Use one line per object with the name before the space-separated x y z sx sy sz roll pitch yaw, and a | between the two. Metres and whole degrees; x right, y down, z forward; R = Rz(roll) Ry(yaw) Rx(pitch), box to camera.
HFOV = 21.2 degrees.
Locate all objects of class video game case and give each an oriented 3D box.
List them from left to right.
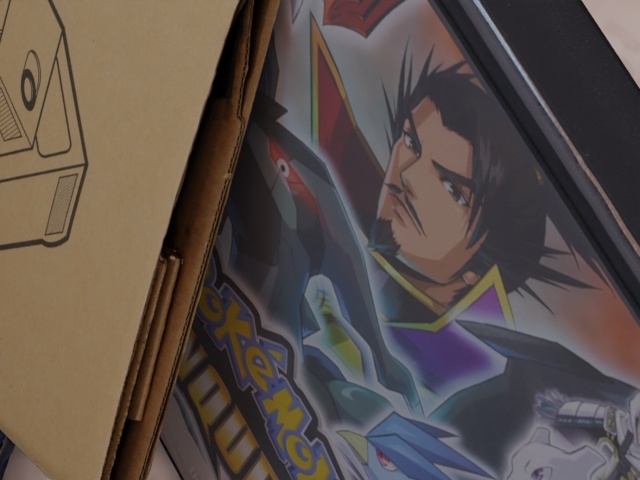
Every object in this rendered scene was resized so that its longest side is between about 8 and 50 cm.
video game case | 0.000 0.000 0.499 0.035 0.248 0.274 -20 72 -34

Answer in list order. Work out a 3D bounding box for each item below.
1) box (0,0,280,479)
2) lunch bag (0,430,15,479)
box | -0.100 -0.038 0.527 0.201 0.021 0.164 34 115 41
lunch bag | -0.139 0.086 0.560 0.065 0.067 0.098 19 74 6
